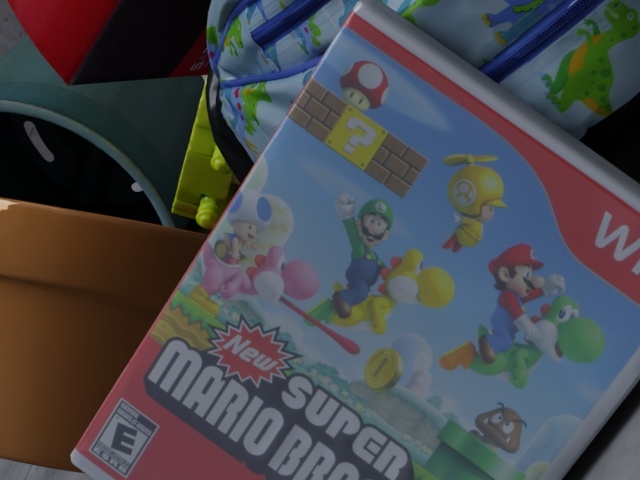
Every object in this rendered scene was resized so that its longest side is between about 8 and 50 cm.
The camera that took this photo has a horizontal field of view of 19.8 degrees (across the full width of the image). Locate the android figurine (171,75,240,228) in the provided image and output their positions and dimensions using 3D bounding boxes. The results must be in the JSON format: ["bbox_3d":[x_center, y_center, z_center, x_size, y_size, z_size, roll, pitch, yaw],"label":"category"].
[{"bbox_3d":[-0.073,-0.125,1.561,0.273,0.056,0.248,-82,8,-50],"label":"android figurine"}]

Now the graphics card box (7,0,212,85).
[{"bbox_3d":[0.002,-0.218,1.217,0.094,0.371,0.233,56,130,22],"label":"graphics card box"}]

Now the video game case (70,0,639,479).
[{"bbox_3d":[0.028,0.058,0.872,0.285,0.204,0.025,-57,-7,21],"label":"video game case"}]

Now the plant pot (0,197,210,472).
[{"bbox_3d":[-0.200,0.081,1.520,0.291,0.291,0.203,179,102,-74],"label":"plant pot"}]

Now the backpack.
[{"bbox_3d":[0.090,-0.144,0.974,0.290,0.273,0.355,-41,24,-12],"label":"backpack"}]

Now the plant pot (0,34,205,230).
[{"bbox_3d":[-0.269,-0.066,1.942,0.341,0.341,0.334,-53,8,31],"label":"plant pot"}]

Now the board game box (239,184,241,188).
[{"bbox_3d":[0.003,-0.124,1.604,0.243,0.042,0.165,-47,21,45],"label":"board game box"}]
